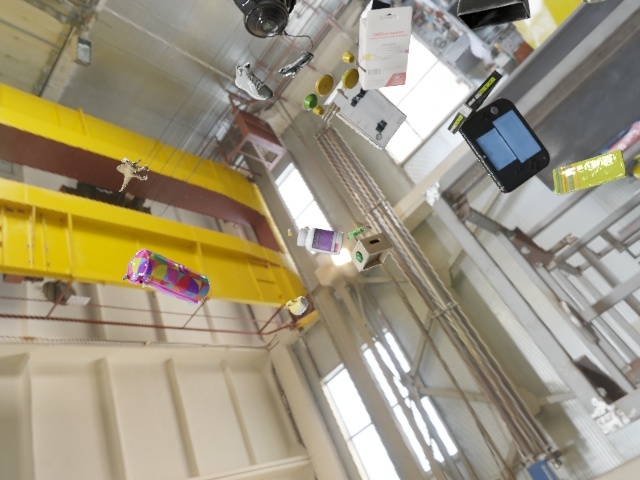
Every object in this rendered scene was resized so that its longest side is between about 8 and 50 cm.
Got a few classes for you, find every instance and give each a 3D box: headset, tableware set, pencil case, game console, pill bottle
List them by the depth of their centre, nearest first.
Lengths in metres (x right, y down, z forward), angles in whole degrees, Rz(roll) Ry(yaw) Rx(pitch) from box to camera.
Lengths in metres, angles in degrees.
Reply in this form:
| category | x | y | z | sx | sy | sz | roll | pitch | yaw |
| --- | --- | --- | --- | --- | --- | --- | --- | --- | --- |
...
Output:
| category | x | y | z | sx | sy | sz | roll | pitch | yaw |
| --- | --- | --- | --- | --- | --- | --- | --- | --- | --- |
| tableware set | 0.028 | -0.345 | 1.034 | 0.104 | 0.154 | 0.024 | 21 | -160 | -51 |
| pencil case | -0.416 | 0.107 | 1.276 | 0.236 | 0.104 | 0.104 | 31 | -155 | -48 |
| headset | -0.166 | -0.666 | 1.356 | 0.394 | 0.185 | 0.244 | 43 | -142 | -32 |
| pill bottle | 0.000 | 0.000 | 2.037 | 0.193 | 0.108 | 0.108 | 11 | -152 | 0 |
| game console | 0.834 | -0.437 | 2.098 | 0.342 | 0.060 | 0.387 | -31 | -96 | -25 |

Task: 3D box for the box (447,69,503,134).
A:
| category | x | y | z | sx | sy | sz | roll | pitch | yaw |
| --- | --- | --- | --- | --- | --- | --- | --- | --- | --- |
| box | 0.554 | -0.494 | 1.679 | 0.045 | 0.184 | 0.191 | 39 | 168 | 7 |

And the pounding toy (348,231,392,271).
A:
| category | x | y | z | sx | sy | sz | roll | pitch | yaw |
| --- | --- | --- | --- | --- | --- | --- | --- | --- | --- |
| pounding toy | 0.167 | 0.029 | 1.681 | 0.141 | 0.130 | 0.100 | -16 | -121 | -27 |

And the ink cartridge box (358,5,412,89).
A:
| category | x | y | z | sx | sy | sz | roll | pitch | yaw |
| --- | --- | --- | --- | --- | --- | --- | --- | --- | --- |
| ink cartridge box | 0.157 | -0.482 | 1.145 | 0.115 | 0.198 | 0.067 | -8 | -131 | -5 |

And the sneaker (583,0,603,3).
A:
| category | x | y | z | sx | sy | sz | roll | pitch | yaw |
| --- | --- | --- | --- | --- | --- | --- | --- | --- | --- |
| sneaker | 0.834 | -0.749 | 1.412 | 0.192 | 0.086 | 0.064 | -30 | -76 | -31 |

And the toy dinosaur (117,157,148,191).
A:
| category | x | y | z | sx | sy | sz | roll | pitch | yaw |
| --- | --- | --- | --- | --- | --- | --- | --- | --- | --- |
| toy dinosaur | -0.614 | -0.226 | 1.517 | 0.092 | 0.183 | 0.053 | -2 | -114 | -25 |

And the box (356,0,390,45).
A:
| category | x | y | z | sx | sy | sz | roll | pitch | yaw |
| --- | --- | --- | --- | --- | --- | --- | --- | --- | --- |
| box | 0.241 | -0.990 | 2.139 | 0.093 | 0.156 | 0.158 | 10 | 178 | -15 |

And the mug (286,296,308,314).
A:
| category | x | y | z | sx | sy | sz | roll | pitch | yaw |
| --- | --- | --- | --- | --- | --- | --- | --- | --- | --- |
| mug | -0.084 | 0.251 | 1.803 | 0.078 | 0.064 | 0.062 | -23 | -105 | -44 |

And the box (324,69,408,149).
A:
| category | x | y | z | sx | sy | sz | roll | pitch | yaw |
| --- | --- | --- | --- | --- | --- | --- | --- | --- | --- |
| box | 0.179 | -0.513 | 1.831 | 0.289 | 0.169 | 0.087 | 34 | -175 | -19 |

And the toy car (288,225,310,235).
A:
| category | x | y | z | sx | sy | sz | roll | pitch | yaw |
| --- | --- | --- | --- | --- | --- | --- | --- | --- | --- |
| toy car | -0.098 | -0.041 | 2.156 | 0.060 | 0.121 | 0.041 | -86 | -19 | -57 |

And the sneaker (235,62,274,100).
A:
| category | x | y | z | sx | sy | sz | roll | pitch | yaw |
| --- | --- | --- | --- | --- | --- | --- | --- | --- | --- |
| sneaker | -0.317 | -0.752 | 2.172 | 0.228 | 0.132 | 0.086 | 31 | -122 | 20 |

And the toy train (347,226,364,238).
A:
| category | x | y | z | sx | sy | sz | roll | pitch | yaw |
| --- | --- | --- | --- | --- | --- | --- | --- | --- | --- |
| toy train | 0.111 | -0.022 | 1.481 | 0.017 | 0.083 | 0.024 | 46 | -121 | -7 |

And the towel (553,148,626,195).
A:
| category | x | y | z | sx | sy | sz | roll | pitch | yaw |
| --- | --- | --- | --- | --- | --- | --- | --- | --- | --- |
| towel | 0.955 | -0.241 | 1.663 | 0.021 | 0.237 | 0.102 | 2 | -102 | -37 |

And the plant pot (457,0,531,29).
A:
| category | x | y | z | sx | sy | sz | roll | pitch | yaw |
| --- | --- | --- | --- | --- | --- | --- | --- | --- | --- |
| plant pot | 0.529 | -0.766 | 1.415 | 0.188 | 0.187 | 0.167 | -18 | -73 | -58 |
